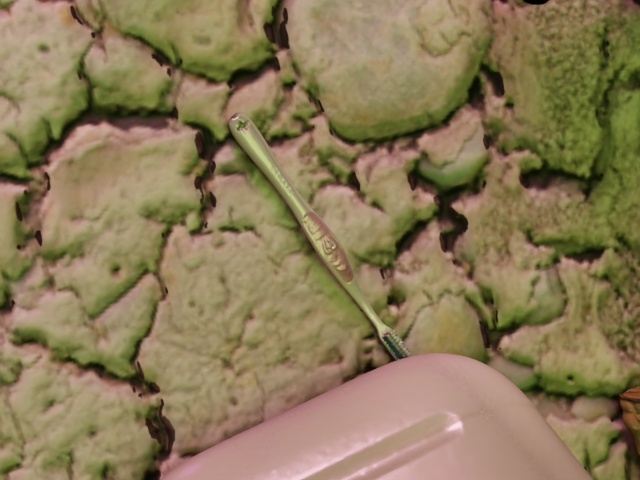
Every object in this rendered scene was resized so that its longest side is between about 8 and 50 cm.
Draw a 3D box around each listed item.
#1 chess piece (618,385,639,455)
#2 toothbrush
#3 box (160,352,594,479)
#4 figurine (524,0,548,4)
[{"bbox_3d":[0.252,0.190,1.159,0.060,0.060,0.172,-9,93,-20],"label":"chess piece"},{"bbox_3d":[0.000,0.000,1.091,0.017,0.022,0.204,-38,98,-20],"label":"toothbrush"},{"bbox_3d":[0.065,0.238,0.966,0.288,0.141,0.349,-25,54,-18],"label":"box"},{"bbox_3d":[0.299,-0.249,1.128,0.370,0.167,0.281,-16,136,-20],"label":"figurine"}]
